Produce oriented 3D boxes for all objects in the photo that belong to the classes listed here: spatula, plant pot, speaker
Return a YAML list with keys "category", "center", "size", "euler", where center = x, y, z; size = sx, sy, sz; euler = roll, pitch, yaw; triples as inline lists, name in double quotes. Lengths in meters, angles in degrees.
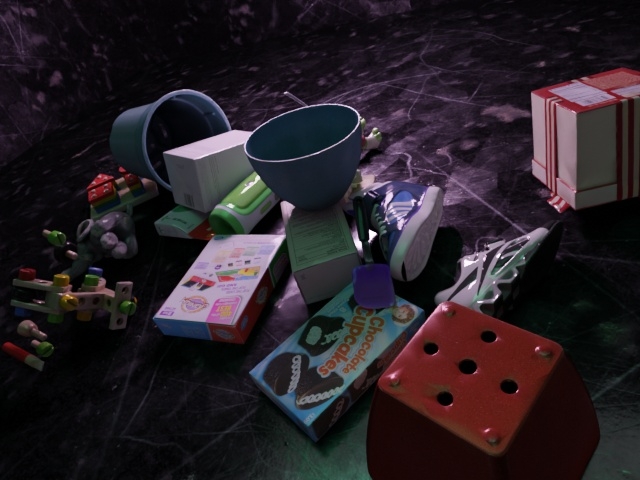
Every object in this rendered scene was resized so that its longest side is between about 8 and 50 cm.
- category: "spatula"
  center: [0.100, 0.014, 1.041]
  size: [0.084, 0.030, 0.296]
  euler: [-5, 51, -1]
- category: "plant pot"
  center: [0.223, 0.249, 0.684]
  size: [0.267, 0.235, 0.267]
  euler: [21, 52, 41]
- category: "speaker"
  center: [-0.203, -0.126, 1.444]
  size: [0.131, 0.131, 0.296]
  euler: [11, 46, 34]
- category: "plant pot"
  center: [-0.024, -0.191, 1.201]
  size: [0.290, 0.195, 0.290]
  euler: [-11, 36, 8]
- category: "plant pot"
  center: [-0.541, -0.340, 1.658]
  size: [0.334, 0.341, 0.341]
  euler: [12, 47, 42]

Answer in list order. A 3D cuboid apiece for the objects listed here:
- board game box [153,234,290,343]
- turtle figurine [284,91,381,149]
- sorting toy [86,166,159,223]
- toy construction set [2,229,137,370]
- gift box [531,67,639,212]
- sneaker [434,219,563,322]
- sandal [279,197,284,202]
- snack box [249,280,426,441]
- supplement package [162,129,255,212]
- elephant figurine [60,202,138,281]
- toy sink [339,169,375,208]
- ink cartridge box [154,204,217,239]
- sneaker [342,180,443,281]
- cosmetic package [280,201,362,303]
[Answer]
- category: "board game box"
  center: [-0.238, 0.109, 1.211]
  size: [0.242, 0.064, 0.316]
  euler: [1, 41, 25]
- category: "turtle figurine"
  center: [0.059, -0.363, 1.526]
  size: [0.266, 0.274, 0.198]
  euler: [-18, 15, -32]
- category: "sorting toy"
  center: [-0.780, -0.210, 1.838]
  size: [0.257, 0.089, 0.255]
  euler: [-27, 37, -9]
- category: "toy construction set"
  center: [-0.617, 0.181, 1.193]
  size: [0.237, 0.257, 0.309]
  euler: [18, 70, 23]
- category: "gift box"
  center: [0.625, -0.208, 1.060]
  size: [0.255, 0.258, 0.276]
  euler: [-12, 30, 10]
- category: "sneaker"
  center: [0.364, 0.048, 0.969]
  size: [0.330, 0.122, 0.146]
  euler: [-37, 42, -22]
- category: "sandal"
  center: [-0.104, -0.157, 1.436]
  size: [0.040, 0.067, 0.179]
  euler: [-4, 79, 21]
- category: "snack box"
  center: [0.039, 0.218, 0.951]
  size: [0.322, 0.060, 0.187]
  euler: [-39, 41, -24]
- category: "supplement package"
  center: [-0.319, -0.232, 1.536]
  size: [0.177, 0.175, 0.293]
  euler: [18, 35, 39]
- category: "elephant figurine"
  center: [-0.705, 0.008, 1.491]
  size: [0.239, 0.169, 0.186]
  euler: [-19, 4, 27]
- category: "toy sink"
  center: [0.030, -0.184, 1.406]
  size: [0.234, 0.131, 0.153]
  euler: [-4, 40, 20]
- category: "ink cartridge box"
  center: [-0.382, -0.074, 1.502]
  size: [0.225, 0.056, 0.181]
  euler: [4, 35, 31]
- category: "sneaker"
  center: [0.149, -0.033, 1.157]
  size: [0.236, 0.130, 0.323]
  euler: [7, 42, 28]
- category: "cosmetic package"
  center: [0.000, 0.000, 1.203]
  size: [0.160, 0.113, 0.309]
  euler: [-17, 37, 3]
